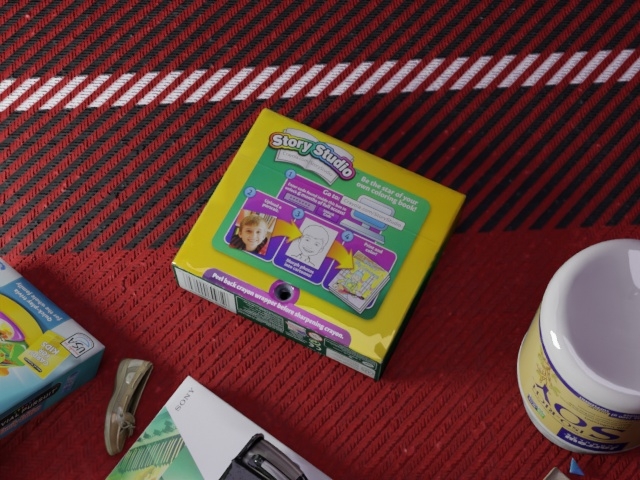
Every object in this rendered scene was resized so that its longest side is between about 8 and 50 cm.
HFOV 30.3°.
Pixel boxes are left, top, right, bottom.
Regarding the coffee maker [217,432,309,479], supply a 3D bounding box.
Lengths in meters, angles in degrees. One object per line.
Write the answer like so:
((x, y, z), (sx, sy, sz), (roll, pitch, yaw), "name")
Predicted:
((-0.064, 0.388, 1.653), (0.178, 0.120, 0.171), (35, 94, 15), "coffee maker")

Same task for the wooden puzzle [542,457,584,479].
((0.353, 0.385, 1.753), (0.116, 0.014, 0.078), (-38, 76, -14), "wooden puzzle")

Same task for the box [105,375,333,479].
((-0.139, 0.382, 1.735), (0.322, 0.058, 0.232), (33, 70, 14), "box")

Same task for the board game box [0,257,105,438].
((-0.523, 0.174, 1.724), (0.253, 0.079, 0.336), (37, 38, 15), "board game box")

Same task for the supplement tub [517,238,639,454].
((0.409, 0.165, 1.674), (0.241, 0.331, 0.241), (0, 66, 1), "supplement tub")

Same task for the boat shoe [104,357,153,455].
((-0.292, 0.252, 1.795), (0.048, 0.056, 0.153), (5, 59, 8), "boat shoe")

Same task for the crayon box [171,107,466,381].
((0.000, 0.000, 1.874), (0.362, 0.106, 0.313), (25, 68, 10), "crayon box")
